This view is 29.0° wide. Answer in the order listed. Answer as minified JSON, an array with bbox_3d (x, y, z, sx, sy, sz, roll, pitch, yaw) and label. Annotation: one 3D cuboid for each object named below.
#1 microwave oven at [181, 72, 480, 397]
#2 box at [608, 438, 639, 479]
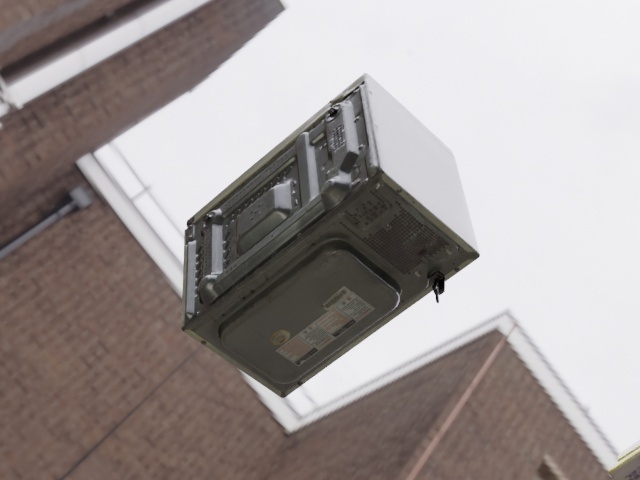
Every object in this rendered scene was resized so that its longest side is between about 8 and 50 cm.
[{"bbox_3d":[0.000,0.000,1.123,0.240,0.194,0.145,-38,-61,23],"label":"microwave oven"},{"bbox_3d":[0.409,0.261,1.119,0.168,0.097,0.265,-41,-101,13],"label":"box"}]
